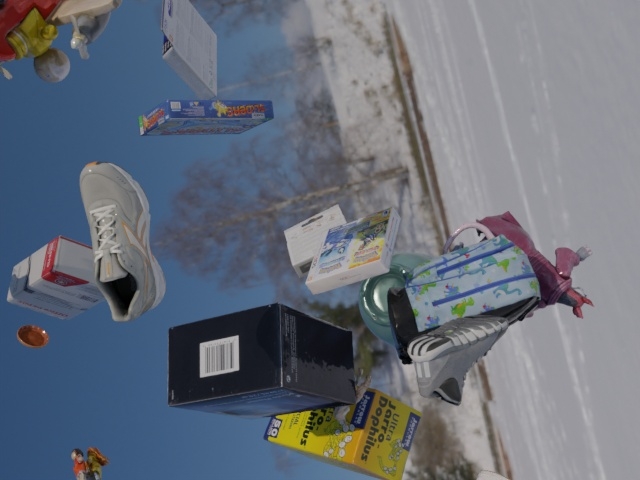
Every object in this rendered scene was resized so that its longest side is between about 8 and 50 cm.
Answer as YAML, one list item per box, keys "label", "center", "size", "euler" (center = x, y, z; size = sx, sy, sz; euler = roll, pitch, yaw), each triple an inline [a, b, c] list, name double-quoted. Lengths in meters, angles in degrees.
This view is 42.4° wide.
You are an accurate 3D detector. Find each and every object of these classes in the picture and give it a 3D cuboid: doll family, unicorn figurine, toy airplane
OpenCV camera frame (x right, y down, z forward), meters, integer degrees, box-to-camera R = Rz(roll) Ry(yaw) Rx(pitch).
- label: "doll family"
  center: [-0.709, 0.734, 2.537]
  size: [0.163, 0.119, 0.262]
  euler: [-115, 35, -42]
- label: "unicorn figurine"
  center: [0.067, 0.353, 1.881]
  size: [0.162, 0.060, 0.111]
  euler: [104, -172, -67]
- label: "toy airplane"
  center: [-0.680, -0.525, 2.017]
  size: [0.386, 0.385, 0.272]
  euler: [-139, 28, -65]

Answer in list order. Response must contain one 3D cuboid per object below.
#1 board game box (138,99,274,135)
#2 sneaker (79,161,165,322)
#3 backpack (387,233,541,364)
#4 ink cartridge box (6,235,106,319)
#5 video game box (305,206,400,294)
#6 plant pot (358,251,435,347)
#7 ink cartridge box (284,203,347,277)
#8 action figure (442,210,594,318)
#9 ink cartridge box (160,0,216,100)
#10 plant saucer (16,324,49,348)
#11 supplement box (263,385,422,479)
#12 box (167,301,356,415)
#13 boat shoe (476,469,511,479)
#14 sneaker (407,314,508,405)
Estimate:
- label: "board game box"
  center: [-0.203, -0.217, 1.462]
  size: [0.136, 0.201, 0.035]
  euler: [-10, 87, 57]
- label: "sneaker"
  center: [-0.318, 0.006, 1.296]
  size: [0.121, 0.099, 0.262]
  euler: [-68, -37, -70]
- label: "backpack"
  center: [0.341, 0.137, 1.955]
  size: [0.290, 0.356, 0.273]
  euler: [64, -161, -67]
- label: "ink cartridge box"
  center: [-0.705, 0.109, 2.273]
  size: [0.197, 0.273, 0.114]
  euler: [25, -127, -37]
- label: "video game box"
  center: [0.075, 0.024, 1.900]
  size: [0.048, 0.205, 0.187]
  euler: [51, -145, -30]
- label: "plant pot"
  center: [0.229, 0.164, 2.371]
  size: [0.196, 0.293, 0.292]
  euler: [22, -125, -61]
- label: "ink cartridge box"
  center: [0.000, 0.000, 2.367]
  size: [0.066, 0.189, 0.232]
  euler: [63, -176, -23]
- label: "action figure"
  center: [0.539, 0.062, 2.114]
  size: [0.370, 0.248, 0.276]
  euler: [36, -174, 27]
- label: "ink cartridge box"
  center: [-0.312, -0.465, 1.883]
  size: [0.224, 0.045, 0.223]
  euler: [50, -153, -47]
- label: "plant saucer"
  center: [-0.768, 0.258, 2.204]
  size: [0.013, 0.084, 0.083]
  euler: [-59, 15, 25]
- label: "supplement box"
  center: [0.053, 0.487, 2.169]
  size: [0.195, 0.357, 0.194]
  euler: [33, -112, -37]
- label: "box"
  center: [-0.121, 0.273, 1.779]
  size: [0.294, 0.296, 0.182]
  euler: [26, -125, -54]
- label: "boat shoe"
  center: [0.402, 0.575, 1.667]
  size: [0.277, 0.096, 0.098]
  euler: [34, 150, 44]
- label: "sneaker"
  center: [0.239, 0.211, 1.416]
  size: [0.229, 0.086, 0.132]
  euler: [-13, -79, -37]
